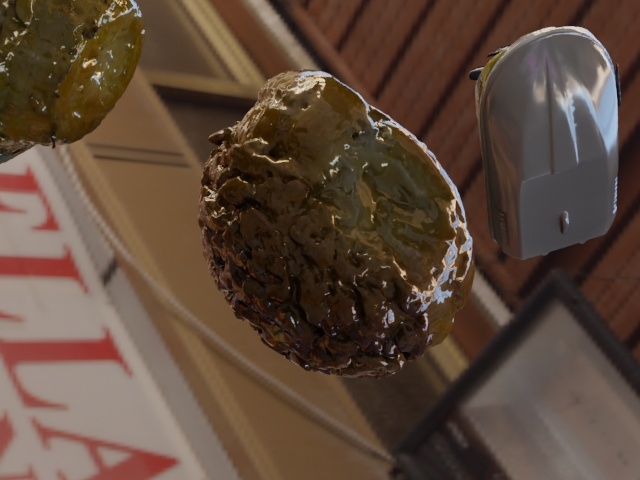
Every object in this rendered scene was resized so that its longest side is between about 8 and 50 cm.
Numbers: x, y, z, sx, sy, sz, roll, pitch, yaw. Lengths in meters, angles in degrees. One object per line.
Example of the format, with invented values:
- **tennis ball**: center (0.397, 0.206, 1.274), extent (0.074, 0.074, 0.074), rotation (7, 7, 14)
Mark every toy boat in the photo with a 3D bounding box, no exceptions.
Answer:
- **toy boat**: center (0.210, -0.106, 1.378), extent (0.140, 0.140, 0.269), rotation (32, -32, 43)

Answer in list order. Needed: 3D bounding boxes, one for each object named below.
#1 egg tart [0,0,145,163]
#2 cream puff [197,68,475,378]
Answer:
- **egg tart**: center (-0.261, -0.187, 1.459), extent (0.116, 0.295, 0.295), rotation (27, -71, 14)
- **cream puff**: center (0.000, 0.000, 1.576), extent (0.327, 0.231, 0.343), rotation (28, -30, 42)
